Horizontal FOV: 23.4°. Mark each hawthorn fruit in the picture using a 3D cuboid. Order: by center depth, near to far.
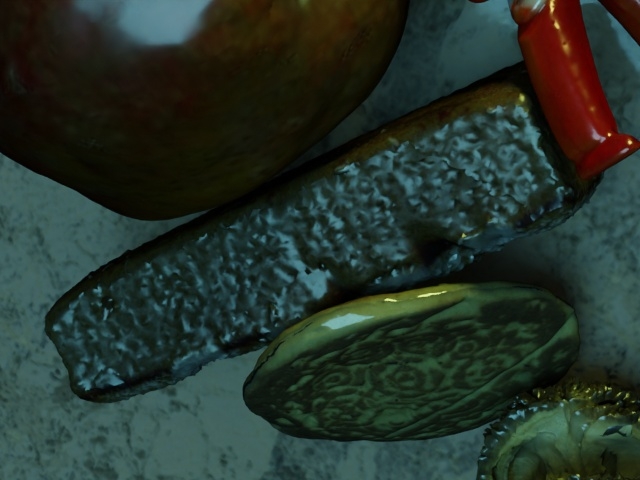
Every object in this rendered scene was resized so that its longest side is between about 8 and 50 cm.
[{"bbox_3d":[-0.105,-0.156,1.017,0.308,0.308,0.325,22,116,11],"label":"hawthorn fruit"}]

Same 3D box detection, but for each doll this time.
[{"bbox_3d":[0.128,-0.229,0.980,0.384,0.188,0.099,58,143,6],"label":"doll"}]

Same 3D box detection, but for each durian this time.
[{"bbox_3d":[0.195,0.198,1.099,0.167,0.196,0.196,-11,105,39],"label":"durian"}]

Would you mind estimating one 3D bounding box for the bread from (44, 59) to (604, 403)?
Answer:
[{"bbox_3d":[0.000,0.000,1.109,0.416,0.165,0.113,-24,94,26],"label":"bread"}]

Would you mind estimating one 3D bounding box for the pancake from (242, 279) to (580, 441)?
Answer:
[{"bbox_3d":[0.062,0.093,1.106,0.250,0.250,0.031,-24,58,26],"label":"pancake"}]
